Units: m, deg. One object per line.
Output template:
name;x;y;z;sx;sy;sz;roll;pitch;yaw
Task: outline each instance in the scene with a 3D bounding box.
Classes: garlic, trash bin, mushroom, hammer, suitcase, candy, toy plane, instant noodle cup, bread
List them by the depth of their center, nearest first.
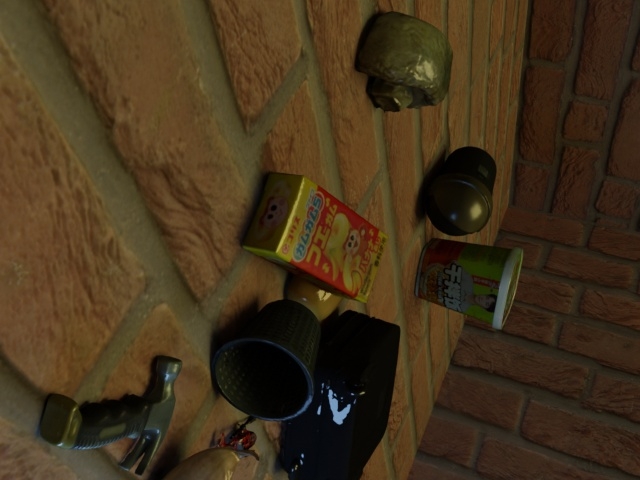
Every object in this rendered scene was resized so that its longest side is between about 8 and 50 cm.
hammer;-0.261;0.227;0.843;0.226;0.041;0.158;24;79;-69
garlic;-0.185;0.421;0.990;0.145;0.164;0.244;33;66;-49
trash bin;-0.076;0.190;1.130;0.161;0.176;0.175;-63;158;-59
candy;0.000;0.000;1.164;0.276;0.088;0.146;34;73;-46
toy plane;-0.149;0.361;1.204;0.145;0.037;0.060;9;91;-69
bread;0.016;0.060;1.338;0.217;0.098;0.147;-67;153;-23
mushroom;0.199;-0.377;1.411;0.189;0.164;0.267;-71;158;-9
suitcase;0.061;0.361;1.512;0.339;0.188;0.345;-34;132;-57
trash bin;0.441;-0.144;2.095;0.333;0.214;0.214;-62;156;-49
instant noodle cup;0.502;0.128;2.271;0.294;0.308;0.293;14;90;-69
